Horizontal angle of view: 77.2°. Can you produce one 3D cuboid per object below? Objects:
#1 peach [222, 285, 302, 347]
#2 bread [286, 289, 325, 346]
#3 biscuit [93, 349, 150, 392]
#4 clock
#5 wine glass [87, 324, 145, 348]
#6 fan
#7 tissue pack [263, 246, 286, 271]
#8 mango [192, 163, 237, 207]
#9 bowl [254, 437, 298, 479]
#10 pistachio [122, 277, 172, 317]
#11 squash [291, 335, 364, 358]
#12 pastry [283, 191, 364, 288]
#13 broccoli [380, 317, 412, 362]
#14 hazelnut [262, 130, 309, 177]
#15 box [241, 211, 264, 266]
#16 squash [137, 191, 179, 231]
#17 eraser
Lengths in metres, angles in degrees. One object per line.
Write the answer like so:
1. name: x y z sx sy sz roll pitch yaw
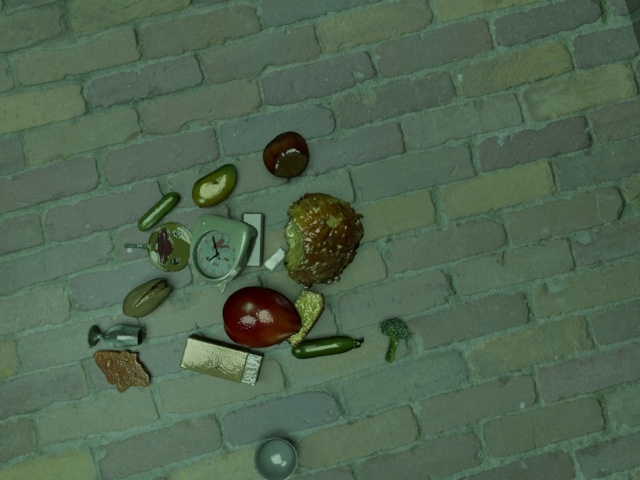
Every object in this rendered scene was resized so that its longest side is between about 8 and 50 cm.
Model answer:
1. peach: -0.261 0.319 1.660 0.361 0.201 0.258 6 77 30
2. bread: -0.070 0.327 1.754 0.129 0.134 0.260 35 92 13
3. biscuit: -0.881 0.569 1.781 0.280 0.043 0.183 26 84 5
4. clock: -0.439 0.056 1.746 0.265 0.108 0.324 15 92 16
5. wine glass: -0.892 0.421 1.756 0.222 0.103 0.103 0 88 1
6. fan: -0.719 0.028 1.819 0.335 0.011 0.230 3 88 -2
7. tissue pack: -0.202 0.085 1.815 0.056 0.023 0.108 43 89 1
8. mango: -0.466 -0.239 1.795 0.237 0.091 0.137 -31 94 -2
9. bowl: -0.191 0.940 1.750 0.189 0.086 0.189 0 86 0
10. pistachio: -0.755 0.248 1.748 0.226 0.136 0.136 -36 88 -8
11. squash: 0.034 0.468 1.774 0.331 0.087 0.087 -7 88 -2
12. pastry: 0.014 -0.011 1.686 0.337 0.292 0.405 -7 113 -26
13. broccoli: 0.322 0.445 1.774 0.122 0.118 0.204 2 101 -21
14. hazelnut: -0.143 -0.371 1.769 0.210 0.210 0.186 -41 112 -2
15. box: -0.306 -0.004 1.803 0.103 0.055 0.244 2 88 0
16. squash: -0.726 -0.128 1.797 0.069 0.069 0.239 45 86 1
17. eraser: -0.431 0.527 1.768 0.343 0.078 0.144 14 89 0
